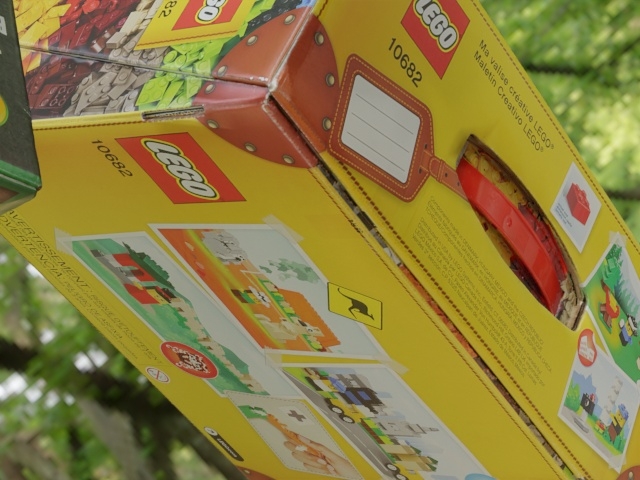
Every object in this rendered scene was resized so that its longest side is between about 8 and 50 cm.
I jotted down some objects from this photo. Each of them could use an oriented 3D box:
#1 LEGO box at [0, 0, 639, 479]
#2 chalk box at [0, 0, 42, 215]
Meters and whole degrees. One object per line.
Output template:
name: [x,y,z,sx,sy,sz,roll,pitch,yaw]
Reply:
LEGO box: [0.000,0.000,1.239,0.372,0.500,0.193,-1,51,41]
chalk box: [-0.257,-0.078,0.760,0.179,0.289,0.180,-25,-28,24]
